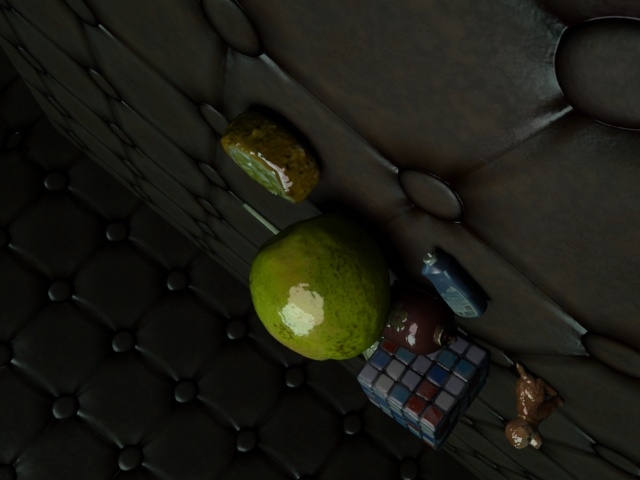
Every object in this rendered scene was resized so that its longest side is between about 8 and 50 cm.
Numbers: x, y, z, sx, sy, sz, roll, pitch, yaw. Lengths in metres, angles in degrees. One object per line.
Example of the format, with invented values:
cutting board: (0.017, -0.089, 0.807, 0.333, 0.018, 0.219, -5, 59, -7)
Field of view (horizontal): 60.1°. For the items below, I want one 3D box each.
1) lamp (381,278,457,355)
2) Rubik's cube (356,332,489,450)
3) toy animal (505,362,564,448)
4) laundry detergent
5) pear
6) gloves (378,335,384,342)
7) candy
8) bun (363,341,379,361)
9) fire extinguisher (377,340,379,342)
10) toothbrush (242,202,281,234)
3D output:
lamp: (0.255, 0.206, 1.492, 0.258, 0.180, 0.180, 19, 155, 47)
Rubik's cube: (0.320, 0.423, 1.706, 0.287, 0.292, 0.293, 31, 159, 28)
toy animal: (0.538, 0.449, 1.483, 0.184, 0.185, 0.104, 44, 165, -16)
laundry detergent: (0.298, 0.096, 1.274, 0.206, 0.061, 0.097, 47, 164, -25)
pear: (0.010, 0.125, 1.419, 0.391, 0.391, 0.391, 36, 164, 12)
gloves: (0.228, 0.294, 1.865, 0.268, 0.107, 0.135, 43, -149, -67)
candy: (-0.119, -0.193, 1.314, 0.260, 0.118, 0.260, 37, 166, 11)
bun: (0.265, 0.478, 2.233, 0.287, 0.146, 0.287, 36, 166, 10)
fire extinguisher: (0.178, 0.325, 2.128, 0.231, 0.071, 0.099, 27, 178, 37)
toothbrush: (-0.167, -0.040, 1.995, 0.294, 0.026, 0.028, 40, 179, -5)
